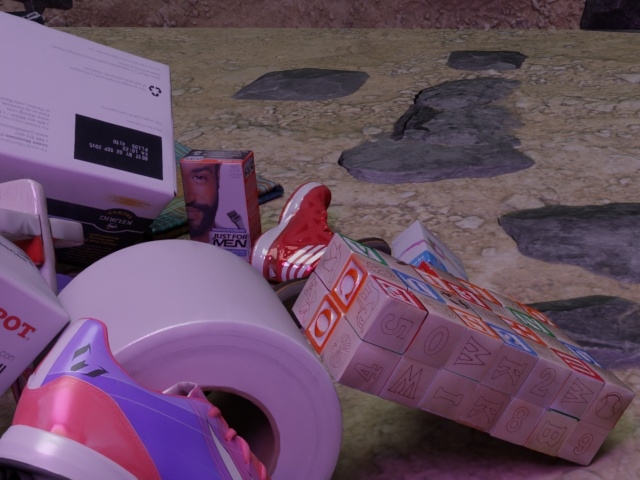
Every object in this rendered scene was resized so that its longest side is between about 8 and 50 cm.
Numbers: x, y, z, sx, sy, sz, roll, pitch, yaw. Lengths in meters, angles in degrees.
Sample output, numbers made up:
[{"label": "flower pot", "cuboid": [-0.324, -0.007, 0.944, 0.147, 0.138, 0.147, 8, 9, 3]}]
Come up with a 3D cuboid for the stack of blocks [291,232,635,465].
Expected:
[{"label": "stack of blocks", "cuboid": [0.126, 0.096, 0.869, 0.297, 0.087, 0.171, 23, 14, -28]}]

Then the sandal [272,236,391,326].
[{"label": "sandal", "cuboid": [0.012, 0.066, 1.135, 0.219, 0.090, 0.060, -23, 48, -38]}]

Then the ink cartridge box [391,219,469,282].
[{"label": "ink cartridge box", "cuboid": [0.140, 0.039, 1.155, 0.052, 0.088, 0.122, -43, 19, 16]}]

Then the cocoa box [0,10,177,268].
[{"label": "cocoa box", "cuboid": [-0.396, -0.130, 1.218, 0.347, 0.228, 0.231, 13, 54, -31]}]

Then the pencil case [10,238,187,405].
[{"label": "pencil case", "cuboid": [-0.224, 0.105, 1.045, 0.124, 0.124, 0.284, 6, 25, 21]}]

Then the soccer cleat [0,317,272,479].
[{"label": "soccer cleat", "cuboid": [-0.085, 0.172, 0.677, 0.108, 0.318, 0.116, -6, 56, 41]}]

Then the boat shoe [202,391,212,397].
[{"label": "boat shoe", "cuboid": [-0.100, 0.154, 0.967, 0.219, 0.078, 0.070, -22, 29, -37]}]

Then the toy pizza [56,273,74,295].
[{"label": "toy pizza", "cuboid": [-0.396, 0.099, 1.181, 0.201, 0.032, 0.201, -4, 25, 2]}]

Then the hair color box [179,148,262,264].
[{"label": "hair color box", "cuboid": [-0.136, -0.041, 1.284, 0.093, 0.167, 0.053, 3, 26, 15]}]

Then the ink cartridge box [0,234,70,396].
[{"label": "ink cartridge box", "cuboid": [-0.368, 0.091, 0.708, 0.278, 0.201, 0.117, -49, 47, -4]}]

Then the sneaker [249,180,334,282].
[{"label": "sneaker", "cuboid": [0.000, 0.000, 1.303, 0.128, 0.087, 0.221, 15, 42, 18]}]

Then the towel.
[{"label": "towel", "cuboid": [-0.280, -0.100, 1.587, 0.271, 0.040, 0.370, -24, 32, -36]}]

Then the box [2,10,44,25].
[{"label": "box", "cuboid": [-0.768, -0.199, 1.569, 0.479, 0.297, 0.472, 1, 27, 11]}]

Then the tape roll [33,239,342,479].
[{"label": "tape roll", "cuboid": [-0.120, 0.141, 0.800, 0.246, 0.246, 0.169, -12, 26, -16]}]

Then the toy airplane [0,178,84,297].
[{"label": "toy airplane", "cuboid": [-0.437, 0.045, 0.927, 0.386, 0.272, 0.384, 14, -3, -34]}]
